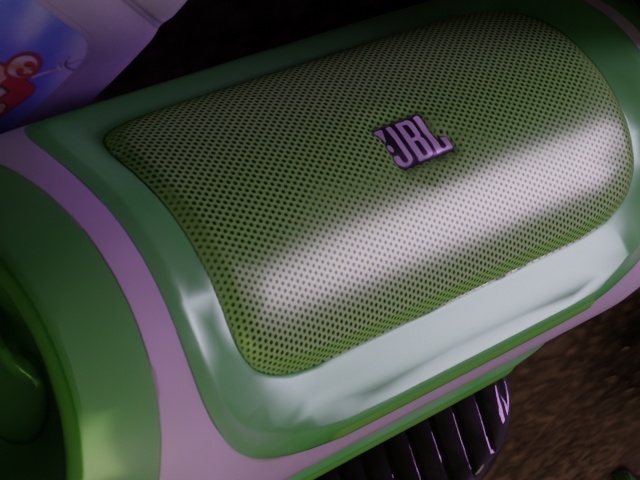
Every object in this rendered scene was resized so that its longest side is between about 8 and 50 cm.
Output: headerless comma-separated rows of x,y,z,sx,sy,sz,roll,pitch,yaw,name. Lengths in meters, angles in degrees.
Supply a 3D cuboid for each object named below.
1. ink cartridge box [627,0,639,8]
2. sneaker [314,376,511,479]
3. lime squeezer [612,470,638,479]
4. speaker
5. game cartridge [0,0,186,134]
0.185,-0.110,0.711,0.148,0.086,0.203,-26,149,-6,ink cartridge box
-0.073,0.109,0.787,0.330,0.122,0.146,-20,159,13,sneaker
0.207,0.225,1.253,0.110,0.059,0.310,9,142,0,lime squeezer
0.000,0.000,0.620,0.296,0.131,0.131,-23,152,-43,speaker
-0.164,-0.058,0.537,0.297,0.062,0.198,-37,144,12,game cartridge
